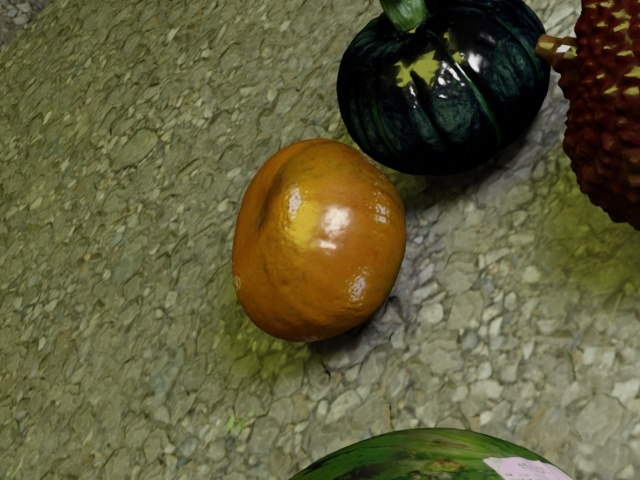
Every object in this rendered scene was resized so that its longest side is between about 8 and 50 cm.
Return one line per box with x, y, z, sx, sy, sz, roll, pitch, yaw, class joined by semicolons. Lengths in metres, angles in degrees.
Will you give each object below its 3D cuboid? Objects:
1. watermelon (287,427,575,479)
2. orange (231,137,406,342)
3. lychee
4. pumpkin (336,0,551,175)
0.069;0.312;0.866;0.363;0.363;0.363;-27;43;29;watermelon
0.000;0.000;1.318;0.240;0.171;0.240;-47;35;47;orange
0.335;-0.137;1.018;0.304;0.276;0.276;15;69;21;lychee
0.124;-0.207;1.298;0.248;0.248;0.248;-27;43;29;pumpkin
